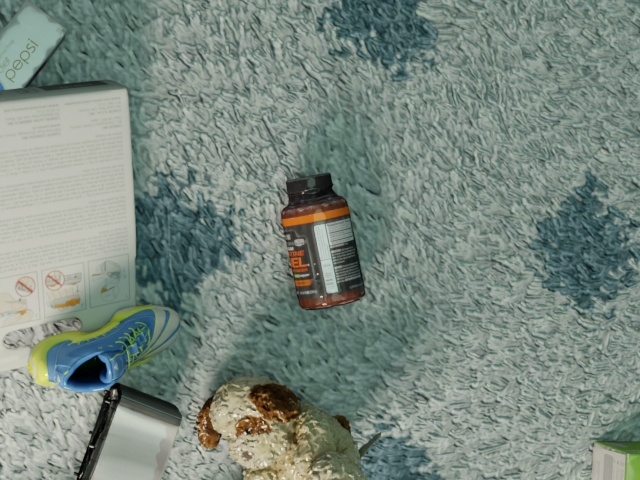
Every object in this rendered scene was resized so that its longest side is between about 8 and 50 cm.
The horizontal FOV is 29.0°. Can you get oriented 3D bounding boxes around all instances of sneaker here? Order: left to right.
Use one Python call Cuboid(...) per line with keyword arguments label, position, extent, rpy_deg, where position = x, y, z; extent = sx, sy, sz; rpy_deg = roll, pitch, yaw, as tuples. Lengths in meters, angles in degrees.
Cuboid(label="sneaker", position=(-0.286, 0.165, 1.755), extent=(0.240, 0.126, 0.091), rpy_deg=(-20, 115, -30))

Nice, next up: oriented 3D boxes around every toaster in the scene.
Cuboid(label="toaster", position=(-0.276, 0.297, 1.754), extent=(0.110, 0.185, 0.168), rpy_deg=(20, 85, -9))

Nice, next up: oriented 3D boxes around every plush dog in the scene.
Cuboid(label="plush dog", position=(-0.060, 0.283, 1.812), extent=(0.225, 0.262, 0.211), rpy_deg=(44, 47, -20))

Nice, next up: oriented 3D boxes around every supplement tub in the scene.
Cuboid(label="supplement tub", position=(0.000, 0.000, 1.864), extent=(0.106, 0.106, 0.198), rpy_deg=(-12, 93, -14))

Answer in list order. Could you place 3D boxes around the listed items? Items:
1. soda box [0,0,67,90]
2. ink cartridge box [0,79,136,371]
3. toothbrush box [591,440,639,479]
Cuboid(label="soda box", position=(-0.454, -0.234, 1.762), extent=(0.074, 0.069, 0.216), rpy_deg=(37, 81, -11))
Cuboid(label="ink cartridge box", position=(-0.415, -0.019, 1.738), extent=(0.308, 0.091, 0.385), rpy_deg=(-12, 111, -34))
Cuboid(label="toothbrush box", position=(0.592, 0.439, 2.013), extent=(0.283, 0.122, 0.206), rpy_deg=(4, 90, -16))
